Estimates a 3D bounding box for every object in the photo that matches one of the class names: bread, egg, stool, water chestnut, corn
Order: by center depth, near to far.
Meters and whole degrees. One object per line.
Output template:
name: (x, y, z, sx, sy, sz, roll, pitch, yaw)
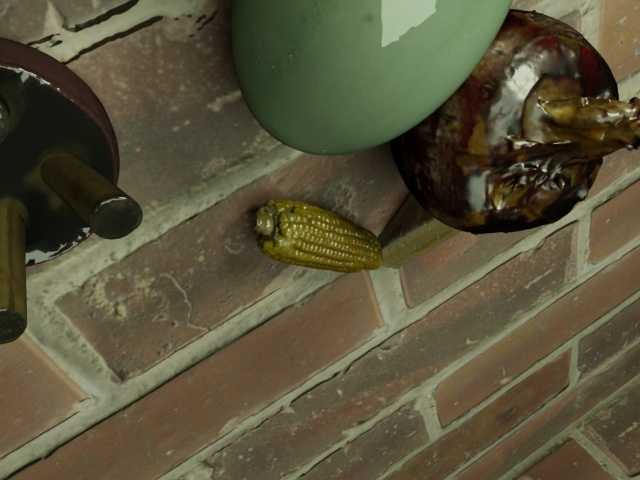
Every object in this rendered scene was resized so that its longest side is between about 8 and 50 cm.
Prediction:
stool: (-0.331, -0.051, 0.557, 0.272, 0.178, 0.272, -16, 129, -22)
egg: (0.058, -0.271, 0.587, 0.276, 0.276, 0.389, 21, 110, -40)
water chestnut: (0.278, -0.153, 0.762, 0.335, 0.347, 0.335, -15, 121, -28)
corn: (0.000, 0.000, 0.860, 0.262, 0.097, 0.097, 17, 110, -41)
bread: (0.165, 0.001, 0.956, 0.077, 0.105, 0.152, 22, 106, -33)
